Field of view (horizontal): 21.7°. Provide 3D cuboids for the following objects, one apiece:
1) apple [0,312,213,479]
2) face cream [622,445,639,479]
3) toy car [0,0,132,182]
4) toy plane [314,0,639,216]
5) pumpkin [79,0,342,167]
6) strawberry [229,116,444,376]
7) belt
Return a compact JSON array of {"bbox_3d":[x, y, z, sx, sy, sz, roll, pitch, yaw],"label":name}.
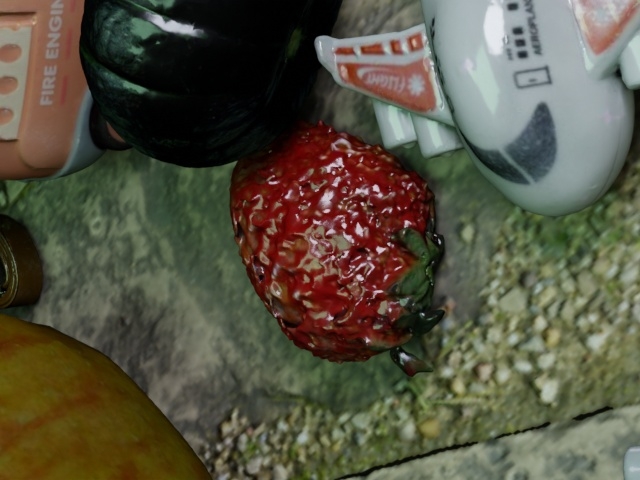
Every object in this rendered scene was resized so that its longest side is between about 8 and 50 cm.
[{"bbox_3d":[-0.236,0.240,1.141,0.400,0.333,0.400,22,129,30],"label":"apple"},{"bbox_3d":[0.267,0.120,0.849,0.252,0.101,0.101,-8,92,39],"label":"face cream"},{"bbox_3d":[-0.233,-0.167,1.124,0.180,0.212,0.270,23,113,34],"label":"toy car"},{"bbox_3d":[0.102,-0.135,0.929,0.252,0.118,0.252,12,109,36],"label":"toy plane"},{"bbox_3d":[-0.068,-0.142,1.012,0.140,0.202,0.202,24,113,14],"label":"pumpkin"},{"bbox_3d":[0.003,0.002,1.053,0.140,0.085,0.192,-20,83,41],"label":"strawberry"},{"bbox_3d":[-0.247,0.014,1.284,0.083,0.036,0.059,50,117,21],"label":"belt"}]
